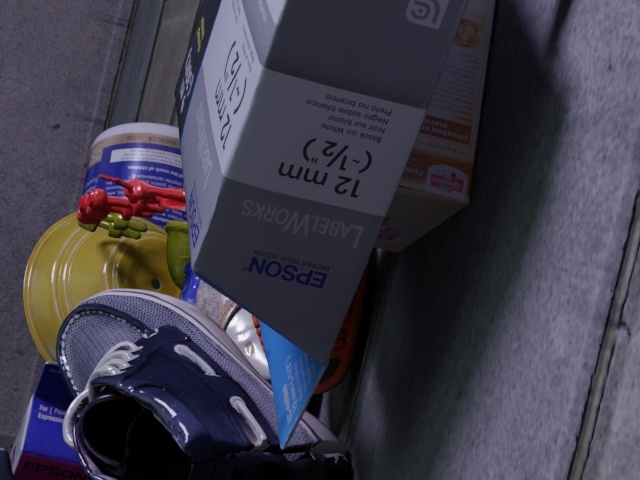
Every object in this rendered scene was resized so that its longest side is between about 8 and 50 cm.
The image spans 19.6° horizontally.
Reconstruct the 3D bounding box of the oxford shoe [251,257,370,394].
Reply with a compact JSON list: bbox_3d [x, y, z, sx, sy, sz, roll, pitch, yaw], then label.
[{"bbox_3d":[0.000,0.000,1.427,0.098,0.097,0.271,57,-151,-59],"label":"oxford shoe"}]

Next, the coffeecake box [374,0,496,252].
[{"bbox_3d":[0.059,-0.100,1.257,0.142,0.068,0.185,141,140,-68],"label":"coffeecake box"}]

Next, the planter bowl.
[{"bbox_3d":[-0.187,0.055,1.894,0.090,0.217,0.217,-30,46,50],"label":"planter bowl"}]

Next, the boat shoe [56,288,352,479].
[{"bbox_3d":[-0.134,0.113,1.366,0.340,0.158,0.127,26,96,46],"label":"boat shoe"}]

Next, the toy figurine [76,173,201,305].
[{"bbox_3d":[-0.138,0.075,1.687,0.362,0.191,0.217,156,121,-76],"label":"toy figurine"}]

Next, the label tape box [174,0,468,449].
[{"bbox_3d":[-0.026,-0.080,1.195,0.249,0.115,0.347,-103,31,-59],"label":"label tape box"}]

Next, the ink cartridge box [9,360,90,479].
[{"bbox_3d":[-0.248,0.268,1.956,0.371,0.176,0.069,116,162,-45],"label":"ink cartridge box"}]

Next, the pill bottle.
[{"bbox_3d":[-0.200,0.015,2.059,0.153,0.153,0.264,127,153,-60],"label":"pill bottle"}]

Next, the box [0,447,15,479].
[{"bbox_3d":[-0.375,0.458,1.646,0.472,0.297,0.480,138,119,-72],"label":"box"}]

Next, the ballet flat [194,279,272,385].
[{"bbox_3d":[-0.049,0.142,1.456,0.106,0.107,0.316,-11,70,54],"label":"ballet flat"}]
